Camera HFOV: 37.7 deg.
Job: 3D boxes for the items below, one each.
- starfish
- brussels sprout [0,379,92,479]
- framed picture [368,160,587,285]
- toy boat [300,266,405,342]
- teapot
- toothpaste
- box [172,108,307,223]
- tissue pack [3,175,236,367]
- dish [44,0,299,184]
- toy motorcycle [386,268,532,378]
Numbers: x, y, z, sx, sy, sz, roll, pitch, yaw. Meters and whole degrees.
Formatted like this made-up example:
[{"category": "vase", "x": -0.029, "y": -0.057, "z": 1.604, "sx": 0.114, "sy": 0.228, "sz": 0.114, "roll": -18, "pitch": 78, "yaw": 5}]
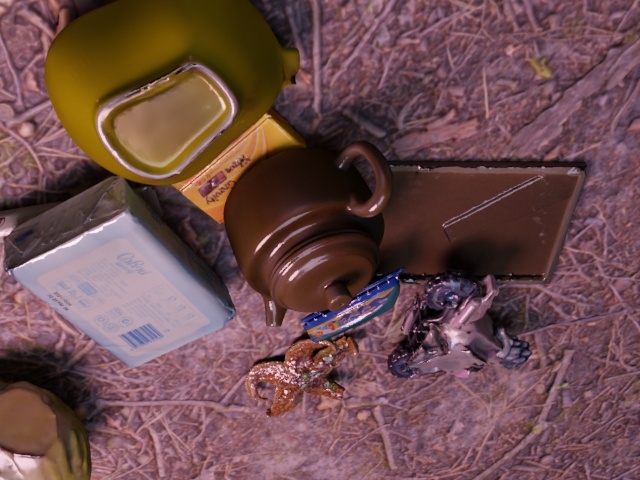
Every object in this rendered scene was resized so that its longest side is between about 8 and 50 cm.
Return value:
[{"category": "starfish", "x": -0.030, "y": 0.202, "z": 1.404, "sx": 0.150, "sy": 0.053, "sz": 0.209, "roll": 24, "pitch": 126, "yaw": -11}, {"category": "brussels sprout", "x": -0.437, "y": 0.305, "z": 1.314, "sx": 0.244, "sy": 0.244, "sz": 0.244, "roll": -5, "pitch": 129, "yaw": -6}, {"category": "framed picture", "x": 0.205, "y": -0.019, "z": 1.271, "sx": 0.281, "sy": 0.019, "sz": 0.208, "roll": 1, "pitch": 128, "yaw": -10}, {"category": "toy boat", "x": 0.038, "y": 0.061, "z": 1.267, "sx": 0.175, "sy": 0.091, "sz": 0.110, "roll": -28, "pitch": 89, "yaw": 33}, {"category": "teapot", "x": 0.000, "y": 0.000, "z": 1.123, "sx": 0.186, "sy": 0.175, "sz": 0.267, "roll": 6, "pitch": 135, "yaw": -41}, {"category": "toothpaste", "x": -0.314, "y": -0.030, "z": 1.163, "sx": 0.234, "sy": 0.038, "sz": 0.060, "roll": -10, "pitch": 141, "yaw": -4}, {"category": "box", "x": -0.158, "y": -0.146, "z": 1.090, "sx": 0.152, "sy": 0.043, "sz": 0.269, "roll": -36, "pitch": 126, "yaw": 18}, {"category": "tissue pack", "x": -0.246, "y": 0.046, "z": 1.183, "sx": 0.177, "sy": 0.089, "sz": 0.263, "roll": -26, "pitch": 138, "yaw": 10}, {"category": "dish", "x": -0.156, "y": -0.152, "z": 0.992, "sx": 0.262, "sy": 0.108, "sz": 0.221, "roll": -31, "pitch": 127, "yaw": 13}, {"category": "toy motorcycle", "x": 0.218, "y": 0.130, "z": 1.343, "sx": 0.204, "sy": 0.108, "sz": 0.239, "roll": 8, "pitch": 153, "yaw": -11}]
